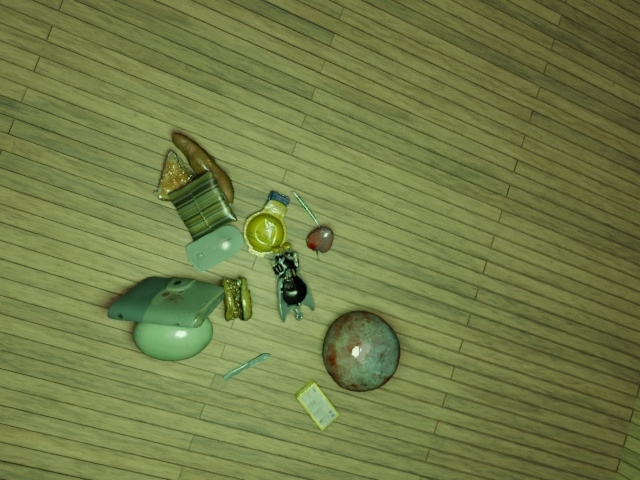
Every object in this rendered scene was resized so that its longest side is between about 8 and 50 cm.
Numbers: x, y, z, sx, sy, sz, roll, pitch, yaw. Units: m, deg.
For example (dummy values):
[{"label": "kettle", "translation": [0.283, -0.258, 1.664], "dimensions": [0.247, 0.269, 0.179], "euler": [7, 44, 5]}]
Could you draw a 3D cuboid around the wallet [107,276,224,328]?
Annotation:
[{"label": "wallet", "translation": [-0.535, 0.213, 1.566], "dimensions": [0.360, 0.252, 0.083], "euler": [4, 117, 16]}]

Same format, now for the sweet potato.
[{"label": "sweet potato", "translation": [-0.441, -0.277, 1.710], "dimensions": [0.095, 0.106, 0.354], "euler": [-39, 91, 17]}]

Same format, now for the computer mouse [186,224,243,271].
[{"label": "computer mouse", "translation": [-0.414, 0.027, 1.725], "dimensions": [0.231, 0.079, 0.128], "euler": [-32, 92, -7]}]

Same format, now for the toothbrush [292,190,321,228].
[{"label": "toothbrush", "translation": [-0.035, -0.103, 1.835], "dimensions": [0.024, 0.018, 0.257], "euler": [-40, 97, -13]}]

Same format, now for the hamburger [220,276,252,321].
[{"label": "hamburger", "translation": [-0.323, 0.220, 1.699], "dimensions": [0.113, 0.185, 0.177], "euler": [-9, 129, -9]}]

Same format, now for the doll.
[{"label": "doll", "translation": [-0.125, 0.173, 1.762], "dimensions": [0.145, 0.103, 0.316], "euler": [-25, 106, -55]}]

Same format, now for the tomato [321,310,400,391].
[{"label": "tomato", "translation": [0.160, 0.438, 1.744], "dimensions": [0.316, 0.282, 0.317], "euler": [2, 86, -33]}]

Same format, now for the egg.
[{"label": "egg", "translation": [-0.542, 0.342, 1.625], "dimensions": [0.282, 0.203, 0.203], "euler": [1, 89, -15]}]

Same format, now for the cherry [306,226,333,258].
[{"label": "cherry", "translation": [0.004, 0.000, 1.803], "dimensions": [0.126, 0.087, 0.106], "euler": [-40, 120, 16]}]

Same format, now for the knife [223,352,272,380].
[{"label": "knife", "translation": [-0.294, 0.504, 1.773], "dimensions": [0.210, 0.015, 0.028], "euler": [-27, 88, -12]}]

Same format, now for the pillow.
[{"label": "pillow", "translation": [-0.448, -0.126, 1.665], "dimensions": [0.208, 0.052, 0.212], "euler": [-25, 99, 15]}]

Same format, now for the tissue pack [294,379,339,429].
[{"label": "tissue pack", "translation": [-0.015, 0.673, 1.806], "dimensions": [0.095, 0.062, 0.176], "euler": [-38, 96, -12]}]

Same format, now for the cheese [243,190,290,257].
[{"label": "cheese", "translation": [-0.207, -0.065, 1.771], "dimensions": [0.177, 0.069, 0.270], "euler": [23, 82, -11]}]

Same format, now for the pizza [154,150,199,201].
[{"label": "pizza", "translation": [-0.559, -0.249, 1.707], "dimensions": [0.185, 0.052, 0.195], "euler": [-9, 95, -5]}]
